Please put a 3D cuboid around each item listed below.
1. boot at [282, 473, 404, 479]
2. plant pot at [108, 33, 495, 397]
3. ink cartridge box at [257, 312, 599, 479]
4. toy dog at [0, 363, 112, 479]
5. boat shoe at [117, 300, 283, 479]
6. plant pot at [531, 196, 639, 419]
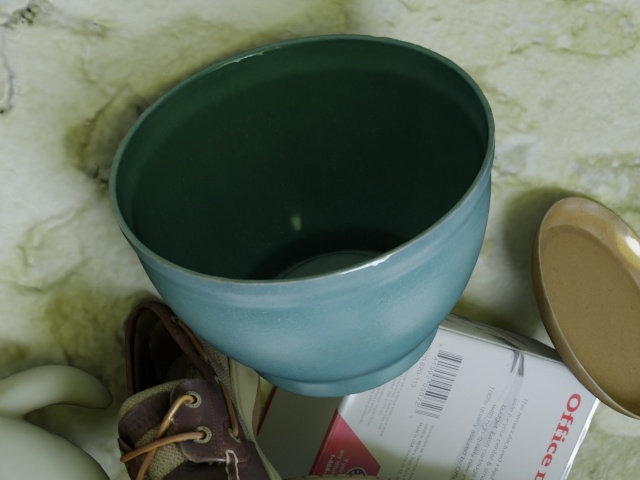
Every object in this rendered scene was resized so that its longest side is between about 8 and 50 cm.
[{"bbox_3d":[0.066,0.310,1.095,0.248,0.090,0.206,16,70,-16],"label":"boot"},{"bbox_3d":[0.000,0.000,1.055,0.293,0.293,0.196,-29,134,-18],"label":"plant pot"},{"bbox_3d":[0.101,0.174,1.253,0.283,0.117,0.207,18,97,-33],"label":"ink cartridge box"},{"bbox_3d":[-0.208,0.346,1.076,0.408,0.285,0.395,47,37,-32],"label":"toy dog"},{"bbox_3d":[-0.109,0.162,1.014,0.123,0.342,0.123,-38,119,18],"label":"boat shoe"},{"bbox_3d":[0.280,0.069,1.296,0.236,0.032,0.236,26,49,-35],"label":"plant pot"}]
